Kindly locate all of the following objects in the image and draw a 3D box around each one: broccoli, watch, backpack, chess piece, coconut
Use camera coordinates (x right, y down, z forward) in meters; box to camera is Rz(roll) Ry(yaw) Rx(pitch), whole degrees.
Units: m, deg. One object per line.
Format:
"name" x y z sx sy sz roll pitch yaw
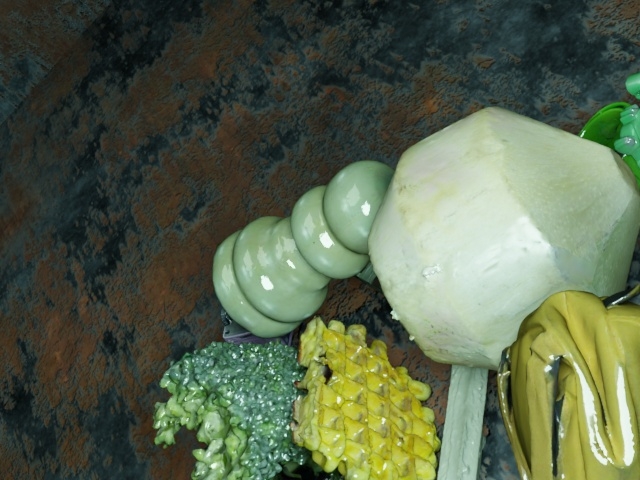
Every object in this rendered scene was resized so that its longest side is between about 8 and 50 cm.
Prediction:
"broccoli" -0.090 0.281 1.693 0.338 0.277 0.318 -19 67 46
"watch" 0.433 -0.136 1.645 0.152 0.131 0.165 -27 44 54
"backpack" 0.309 0.241 1.291 0.201 0.353 0.378 -5 87 5
"chess piece" 0.000 0.000 1.737 0.330 0.182 0.182 -36 38 41
"coconut" 0.249 -0.009 1.530 0.352 0.352 0.353 -26 44 28

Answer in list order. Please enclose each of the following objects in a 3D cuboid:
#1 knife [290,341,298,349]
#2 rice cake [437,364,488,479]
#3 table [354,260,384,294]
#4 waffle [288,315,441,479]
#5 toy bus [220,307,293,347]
"knife" -0.058 0.174 1.935 0.046 0.021 0.222 -55 34 -7
"rice cake" 0.198 0.247 1.595 0.052 0.057 0.256 -3 56 23
"table" 0.083 0.001 1.866 0.122 0.111 0.240 -55 38 -5
"waffle" 0.050 0.222 1.582 0.065 0.309 0.283 -46 68 25
"toy bus" -0.089 0.098 1.938 0.096 0.108 0.199 -16 42 26
